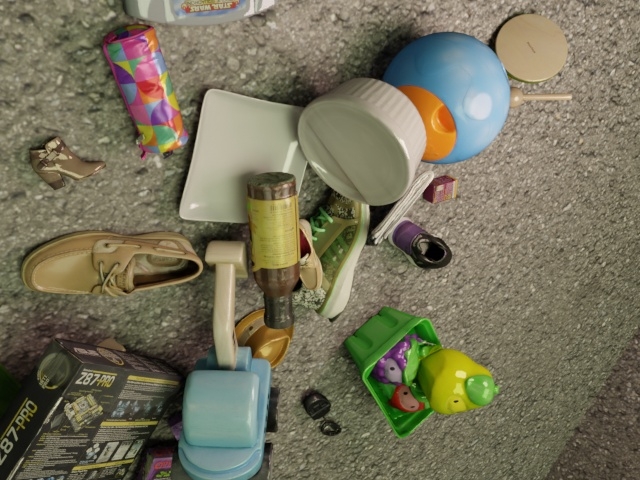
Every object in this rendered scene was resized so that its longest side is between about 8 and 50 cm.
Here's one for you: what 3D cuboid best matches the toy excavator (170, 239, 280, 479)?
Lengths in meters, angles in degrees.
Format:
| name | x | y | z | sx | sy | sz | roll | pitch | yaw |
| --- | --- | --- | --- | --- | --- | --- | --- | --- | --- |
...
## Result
| name | x | y | z | sx | sy | sz | roll | pitch | yaw |
| --- | --- | --- | --- | --- | --- | --- | --- | --- | --- |
| toy excavator | -0.203 | 0.283 | 1.359 | 0.222 | 0.433 | 0.445 | 3 | 137 | 0 |

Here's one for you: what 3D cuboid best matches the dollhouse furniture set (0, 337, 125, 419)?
| name | x | y | z | sx | sy | sz | roll | pitch | yaw |
| --- | --- | --- | --- | --- | --- | --- | --- | --- | --- |
| dollhouse furniture set | -0.566 | 0.322 | 1.295 | 0.301 | 0.151 | 0.198 | -37 | 148 | -43 |

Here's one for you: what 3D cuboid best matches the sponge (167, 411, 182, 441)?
| name | x | y | z | sx | sy | sz | roll | pitch | yaw |
| --- | --- | --- | --- | --- | --- | --- | --- | --- | --- |
| sponge | -0.277 | 0.449 | 1.582 | 0.210 | 0.031 | 0.117 | -30 | 128 | -18 |

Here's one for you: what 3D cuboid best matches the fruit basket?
| name | x | y | z | sx | sy | sz | roll | pitch | yaw |
| --- | --- | --- | --- | --- | --- | --- | --- | --- | --- |
| fruit basket | 0.286 | 0.392 | 1.719 | 0.283 | 0.392 | 0.392 | -39 | 130 | -11 |

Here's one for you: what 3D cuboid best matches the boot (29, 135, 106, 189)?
| name | x | y | z | sx | sy | sz | roll | pitch | yaw |
| --- | --- | --- | --- | --- | --- | --- | --- | --- | --- |
| boot | -0.464 | -0.149 | 1.128 | 0.118 | 0.042 | 0.087 | -32 | 121 | -25 |

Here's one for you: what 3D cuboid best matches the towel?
| name | x | y | z | sx | sy | sz | roll | pitch | yaw |
| --- | --- | --- | --- | --- | --- | --- | --- | --- | --- |
| towel | 0.182 | -0.071 | 1.495 | 0.034 | 0.285 | 0.209 | 39 | 88 | 2 |

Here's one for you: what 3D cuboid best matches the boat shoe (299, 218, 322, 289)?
| name | x | y | z | sx | sy | sz | roll | pitch | yaw |
| --- | --- | --- | --- | --- | --- | --- | --- | --- | --- |
| boat shoe | -0.040 | 0.037 | 1.412 | 0.062 | 0.059 | 0.170 | -13 | 96 | 17 |

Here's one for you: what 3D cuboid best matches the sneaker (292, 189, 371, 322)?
| name | x | y | z | sx | sy | sz | roll | pitch | yaw |
| --- | --- | --- | --- | --- | --- | --- | --- | --- | --- |
| sneaker | 0.000 | 0.000 | 1.471 | 0.181 | 0.158 | 0.411 | 7 | 106 | -18 |

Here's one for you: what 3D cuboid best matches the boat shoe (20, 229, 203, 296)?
| name | x | y | z | sx | sy | sz | roll | pitch | yaw |
| --- | --- | --- | --- | --- | --- | --- | --- | --- | --- |
| boat shoe | -0.405 | 0.050 | 1.227 | 0.340 | 0.110 | 0.122 | -10 | 119 | -30 |

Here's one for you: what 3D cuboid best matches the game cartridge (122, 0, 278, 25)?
| name | x | y | z | sx | sy | sz | roll | pitch | yaw |
| --- | --- | --- | --- | --- | --- | --- | --- | --- | --- |
| game cartridge | -0.211 | -0.492 | 1.108 | 0.297 | 0.062 | 0.198 | -17 | 119 | -26 |

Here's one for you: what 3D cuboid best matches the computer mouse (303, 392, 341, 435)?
| name | x | y | z | sx | sy | sz | roll | pitch | yaw |
| --- | --- | --- | --- | --- | --- | --- | --- | --- | --- |
| computer mouse | 0.007 | 0.509 | 1.810 | 0.071 | 0.041 | 0.242 | -31 | 135 | -7 |

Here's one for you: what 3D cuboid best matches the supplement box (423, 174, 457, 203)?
| name | x | y | z | sx | sy | sz | roll | pitch | yaw |
| --- | --- | --- | --- | --- | --- | --- | --- | --- | --- |
| supplement box | 0.324 | -0.138 | 1.668 | 0.083 | 0.043 | 0.055 | -16 | 123 | -28 |

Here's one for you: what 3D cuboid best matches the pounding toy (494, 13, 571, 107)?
| name | x | y | z | sx | sy | sz | roll | pitch | yaw |
| --- | --- | --- | --- | --- | --- | --- | --- | --- | --- |
| pounding toy | 0.531 | -0.449 | 1.592 | 0.182 | 0.110 | 0.237 | -4 | 81 | -1 |

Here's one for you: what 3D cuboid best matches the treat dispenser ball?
| name | x | y | z | sx | sy | sz | roll | pitch | yaw |
| --- | --- | --- | --- | --- | --- | --- | --- | --- | --- |
| treat dispenser ball | 0.274 | -0.315 | 1.378 | 0.288 | 0.288 | 0.288 | -16 | 122 | -27 |

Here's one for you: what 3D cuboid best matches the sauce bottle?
| name | x | y | z | sx | sy | sz | roll | pitch | yaw |
| --- | --- | --- | --- | --- | --- | --- | --- | --- | --- |
| sauce bottle | -0.098 | 0.028 | 1.343 | 0.111 | 0.111 | 0.345 | -12 | 112 | -29 |

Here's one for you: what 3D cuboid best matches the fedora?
| name | x | y | z | sx | sy | sz | roll | pitch | yaw |
| --- | --- | --- | --- | --- | --- | --- | --- | --- | --- |
| fedora | -0.137 | 0.264 | 1.547 | 0.194 | 0.079 | 0.195 | -16 | 122 | -28 |

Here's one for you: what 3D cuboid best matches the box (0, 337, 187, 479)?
| name | x | y | z | sx | sy | sz | roll | pitch | yaw |
| --- | --- | --- | --- | --- | --- | --- | --- | --- | --- |
| box | -0.469 | 0.376 | 1.238 | 0.318 | 0.097 | 0.395 | -57 | 158 | -4 |

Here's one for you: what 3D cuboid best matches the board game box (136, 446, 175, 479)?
| name | x | y | z | sx | sy | sz | roll | pitch | yaw |
| --- | --- | --- | --- | --- | --- | --- | --- | --- | --- |
| board game box | -0.314 | 0.626 | 1.605 | 0.346 | 0.056 | 0.208 | 13 | 110 | -40 |

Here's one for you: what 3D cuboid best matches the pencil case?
| name | x | y | z | sx | sy | sz | roll | pitch | yaw |
| --- | --- | --- | --- | --- | --- | --- | --- | --- | --- |
| pencil case | -0.317 | -0.269 | 1.127 | 0.104 | 0.104 | 0.237 | -25 | 124 | -21 |

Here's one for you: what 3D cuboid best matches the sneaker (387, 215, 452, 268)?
| name | x | y | z | sx | sy | sz | roll | pitch | yaw |
| --- | --- | --- | --- | --- | --- | --- | --- | --- | --- |
| sneaker | 0.299 | 0.037 | 1.680 | 0.283 | 0.124 | 0.107 | 24 | 99 | -48 |

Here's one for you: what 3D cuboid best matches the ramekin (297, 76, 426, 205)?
| name | x | y | z | sx | sy | sz | roll | pitch | yaw |
| --- | --- | --- | --- | --- | --- | --- | --- | --- | --- |
| ramekin | 0.095 | -0.214 | 1.291 | 0.127 | 0.272 | 0.273 | -51 | 135 | -31 |

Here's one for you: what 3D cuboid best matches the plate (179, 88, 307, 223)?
| name | x | y | z | sx | sy | sz | roll | pitch | yaw |
| --- | --- | --- | --- | --- | --- | --- | --- | --- | --- |
| plate | -0.154 | -0.170 | 1.324 | 0.277 | 0.045 | 0.278 | 3 | 113 | -36 |
